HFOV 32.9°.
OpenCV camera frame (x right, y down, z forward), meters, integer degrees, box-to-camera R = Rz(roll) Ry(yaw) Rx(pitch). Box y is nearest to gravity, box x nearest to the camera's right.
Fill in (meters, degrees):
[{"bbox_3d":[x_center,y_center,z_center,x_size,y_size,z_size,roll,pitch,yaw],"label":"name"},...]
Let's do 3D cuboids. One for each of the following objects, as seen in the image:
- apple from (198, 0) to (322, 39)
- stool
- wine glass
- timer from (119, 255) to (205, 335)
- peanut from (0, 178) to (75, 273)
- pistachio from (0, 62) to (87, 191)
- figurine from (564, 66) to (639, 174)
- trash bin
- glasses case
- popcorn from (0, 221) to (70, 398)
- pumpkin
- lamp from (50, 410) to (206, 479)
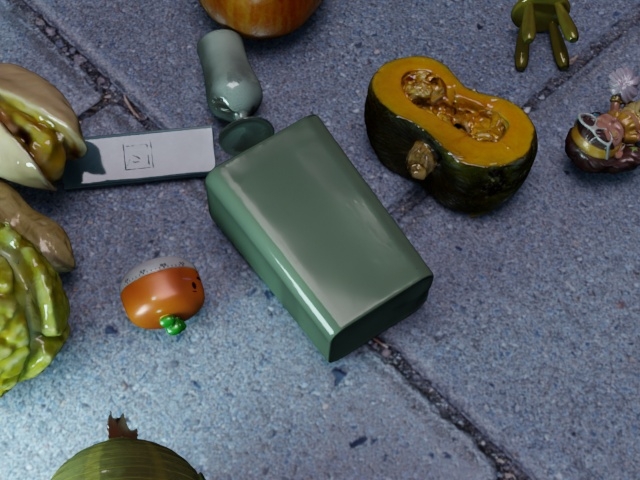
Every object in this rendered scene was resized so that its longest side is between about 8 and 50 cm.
[{"bbox_3d":[-0.110,-0.520,2.020,0.286,0.233,0.286,0,58,0],"label":"apple"},{"bbox_3d":[0.415,-0.388,2.019,0.135,0.134,0.110,-27,52,37],"label":"stool"},{"bbox_3d":[-0.158,-0.269,1.947,0.103,0.103,0.231,-14,56,-9],"label":"wine glass"},{"bbox_3d":[-0.248,0.095,1.727,0.136,0.099,0.136,-6,58,10],"label":"timer"},{"bbox_3d":[-0.505,-0.023,1.791,0.263,0.117,0.101,37,100,17],"label":"peanut"},{"bbox_3d":[-0.515,-0.190,1.836,0.187,0.187,0.299,-40,53,-21],"label":"pistachio"},{"bbox_3d":[0.532,-0.196,1.900,0.240,0.116,0.175,-27,65,-22],"label":"figurine"},{"bbox_3d":[0.000,0.000,1.758,0.223,0.158,0.343,-32,70,-17],"label":"trash bin"},{"bbox_3d":[-0.318,-0.152,1.901,0.266,0.056,0.105,-6,58,-4],"label":"glasses case"},{"bbox_3d":[-0.519,0.101,1.637,0.282,0.247,0.282,3,59,-5],"label":"popcorn"},{"bbox_3d":[0.207,-0.174,1.870,0.317,0.139,0.222,36,63,18],"label":"pumpkin"},{"bbox_3d":[-0.270,0.367,1.479,0.250,0.250,0.284,-9,55,-6],"label":"lamp"}]
